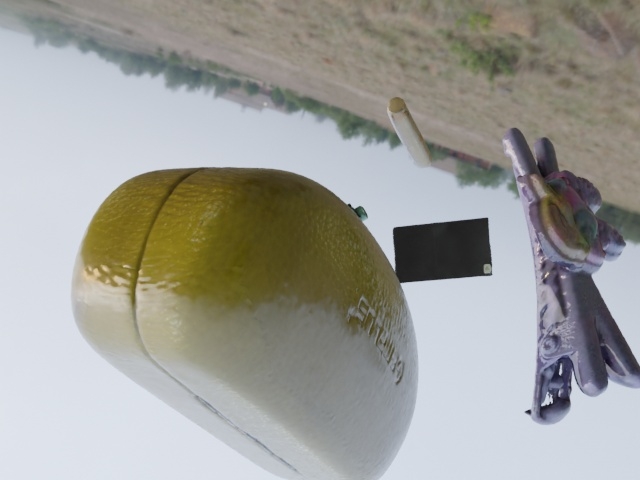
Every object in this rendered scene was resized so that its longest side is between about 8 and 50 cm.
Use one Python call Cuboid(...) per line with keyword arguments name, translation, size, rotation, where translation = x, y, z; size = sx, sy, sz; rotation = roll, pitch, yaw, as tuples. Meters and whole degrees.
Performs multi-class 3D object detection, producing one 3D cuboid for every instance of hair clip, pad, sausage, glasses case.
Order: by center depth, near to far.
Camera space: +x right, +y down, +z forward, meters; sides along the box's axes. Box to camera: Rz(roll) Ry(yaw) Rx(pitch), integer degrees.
Cuboid(name="glasses case", translation=(-0.018, 0.073, 0.569), size=(0.141, 0.173, 0.371), rotation=(2, 149, 25))
Cuboid(name="hair clip", translation=(0.232, 0.026, 0.676), size=(0.137, 0.279, 0.090), rotation=(6, 165, -34))
Cuboid(name="sausage", translation=(0.100, -0.116, 0.818), size=(0.024, 0.024, 0.132), rotation=(23, 168, 29))
Cuboid(name="pad", translation=(0.236, 0.020, 1.436), size=(0.193, 0.116, 0.004), rotation=(-6, 168, 21))

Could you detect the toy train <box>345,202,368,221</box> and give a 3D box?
Cuboid(name="toy train", translation=(0.000, 0.000, 0.850), size=(0.050, 0.122, 0.081), rotation=(62, 180, 11))
